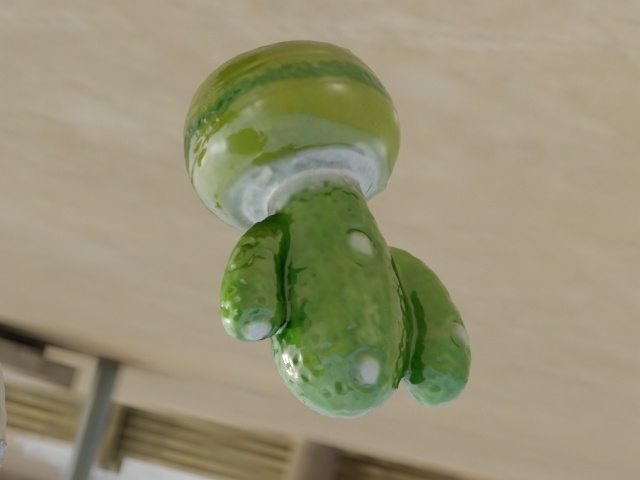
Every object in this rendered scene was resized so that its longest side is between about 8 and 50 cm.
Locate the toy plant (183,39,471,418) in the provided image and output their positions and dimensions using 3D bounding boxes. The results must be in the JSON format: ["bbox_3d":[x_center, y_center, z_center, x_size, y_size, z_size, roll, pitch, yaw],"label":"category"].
[{"bbox_3d":[0.000,0.000,1.544,0.224,0.316,0.184,7,140,-36],"label":"toy plant"}]

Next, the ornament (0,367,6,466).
[{"bbox_3d":[-0.360,0.118,1.162,0.337,0.337,0.337,14,168,3],"label":"ornament"}]
